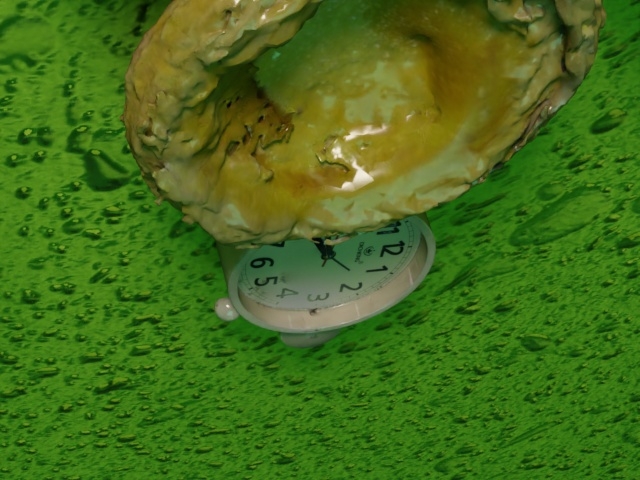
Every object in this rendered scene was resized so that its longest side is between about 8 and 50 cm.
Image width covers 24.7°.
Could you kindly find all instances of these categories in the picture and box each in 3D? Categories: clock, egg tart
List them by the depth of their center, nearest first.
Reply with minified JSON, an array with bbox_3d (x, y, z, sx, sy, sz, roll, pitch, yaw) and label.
[{"bbox_3d":[0.021,-0.109,0.841,0.288,0.118,0.288,-10,145,-7],"label":"egg tart"},{"bbox_3d":[0.000,0.000,1.045,0.156,0.063,0.229,-6,142,-13],"label":"clock"}]
